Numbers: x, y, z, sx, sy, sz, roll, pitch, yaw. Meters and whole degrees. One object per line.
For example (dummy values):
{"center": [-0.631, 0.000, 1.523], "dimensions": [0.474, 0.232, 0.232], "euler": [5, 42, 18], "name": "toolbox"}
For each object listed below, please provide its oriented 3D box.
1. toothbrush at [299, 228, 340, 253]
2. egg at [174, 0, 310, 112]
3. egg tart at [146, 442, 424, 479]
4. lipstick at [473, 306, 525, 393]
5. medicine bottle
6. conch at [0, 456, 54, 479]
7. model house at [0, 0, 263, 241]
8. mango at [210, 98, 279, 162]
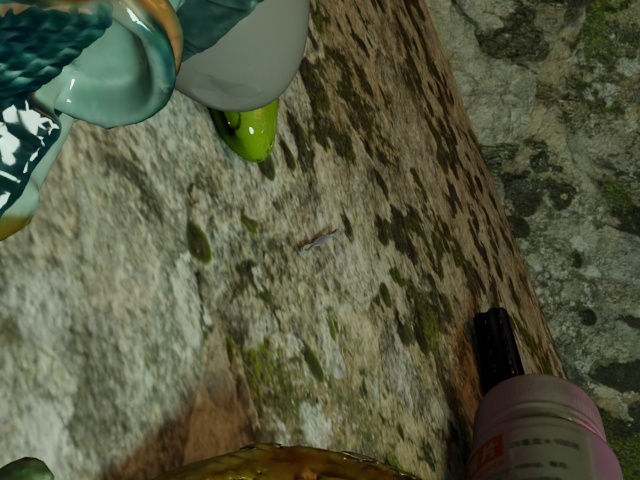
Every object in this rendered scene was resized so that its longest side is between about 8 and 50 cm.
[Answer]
{"center": [0.000, 0.000, 1.035], "dimensions": [0.011, 0.013, 0.131], "euler": [59, 21, 2], "name": "toothbrush"}
{"center": [-0.098, -0.223, 0.760], "dimensions": [0.176, 0.176, 0.232], "euler": [-72, 148, -60], "name": "egg"}
{"center": [-0.005, 0.235, 0.511], "dimensions": [0.290, 0.290, 0.115], "euler": [-56, 159, -67], "name": "egg tart"}
{"center": [0.343, 0.316, 1.534], "dimensions": [0.077, 0.077, 0.418], "euler": [42, 35, -52], "name": "lipstick"}
{"center": [0.298, 0.361, 1.154], "dimensions": [0.219, 0.219, 0.388], "euler": [62, 21, -19], "name": "medicine bottle"}
{"center": [-0.148, 0.179, 0.309], "dimensions": [0.176, 0.122, 0.188], "euler": [38, 31, -33], "name": "conch"}
{"center": [-0.155, -0.088, 0.427], "dimensions": [0.184, 0.253, 0.291], "euler": [40, 50, -31], "name": "model house"}
{"center": [-0.077, -0.162, 0.901], "dimensions": [0.091, 0.074, 0.165], "euler": [14, 58, -69], "name": "mango"}
